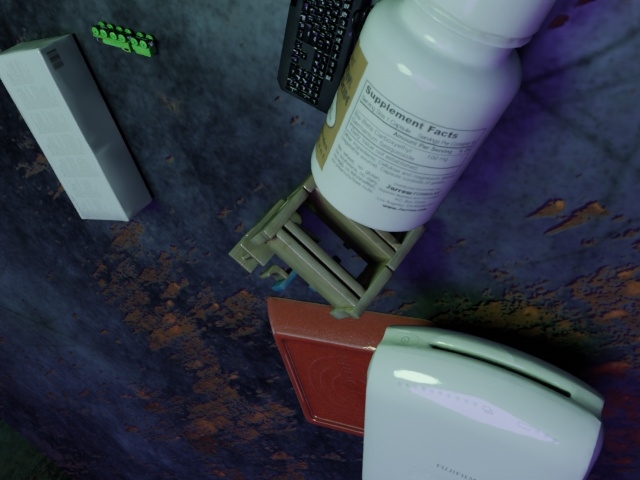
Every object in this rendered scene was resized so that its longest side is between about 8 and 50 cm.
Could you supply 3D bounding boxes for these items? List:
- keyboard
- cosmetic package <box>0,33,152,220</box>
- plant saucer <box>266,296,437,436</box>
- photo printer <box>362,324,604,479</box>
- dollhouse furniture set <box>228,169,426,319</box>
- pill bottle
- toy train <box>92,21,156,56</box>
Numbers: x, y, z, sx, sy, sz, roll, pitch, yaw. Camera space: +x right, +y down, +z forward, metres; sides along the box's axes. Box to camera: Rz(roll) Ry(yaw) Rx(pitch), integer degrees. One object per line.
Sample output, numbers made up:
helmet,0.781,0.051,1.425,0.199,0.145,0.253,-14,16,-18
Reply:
keyboard,0.011,-0.197,0.528,0.100,0.038,0.192,26,137,9
cosmetic package,-0.319,-0.140,0.766,0.099,0.060,0.239,3,128,28
plant saucer,0.052,0.206,0.847,0.259,0.048,0.258,6,129,29
photo printer,0.174,0.236,0.686,0.256,0.107,0.307,17,133,20
dollhouse furniture set,0.000,0.000,0.666,0.129,0.129,0.183,43,161,-9
pill bottle,0.085,-0.125,0.475,0.131,0.131,0.229,31,137,5
toy train,-0.223,-0.227,0.663,0.083,0.017,0.024,19,145,17
